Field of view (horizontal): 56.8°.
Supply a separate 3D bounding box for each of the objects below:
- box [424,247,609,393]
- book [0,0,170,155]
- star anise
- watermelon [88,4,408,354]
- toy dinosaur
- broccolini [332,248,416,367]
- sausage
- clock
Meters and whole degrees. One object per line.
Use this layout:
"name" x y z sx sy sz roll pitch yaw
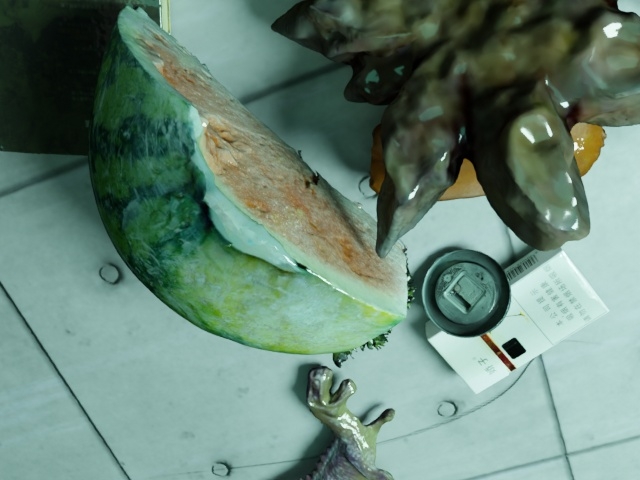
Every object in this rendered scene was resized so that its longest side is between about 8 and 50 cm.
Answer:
"box" 0.190 0.076 0.585 0.154 0.040 0.084 -38 108 16
"book" -0.204 -0.181 0.490 0.160 0.024 0.229 4 114 0
"star anise" 0.099 -0.136 0.412 0.315 0.108 0.316 -2 84 19
"watermelon" -0.077 -0.034 0.459 0.305 0.180 0.224 44 150 -9
"toy dinosaur" 0.008 0.264 0.673 0.199 0.072 0.251 30 124 0
"broccolini" -0.006 -0.006 0.552 0.123 0.062 0.272 -34 106 6
"sausage" 0.138 -0.075 0.502 0.197 0.076 0.076 -6 114 3
"clock" 0.138 0.050 0.561 0.085 0.017 0.085 -6 78 26
